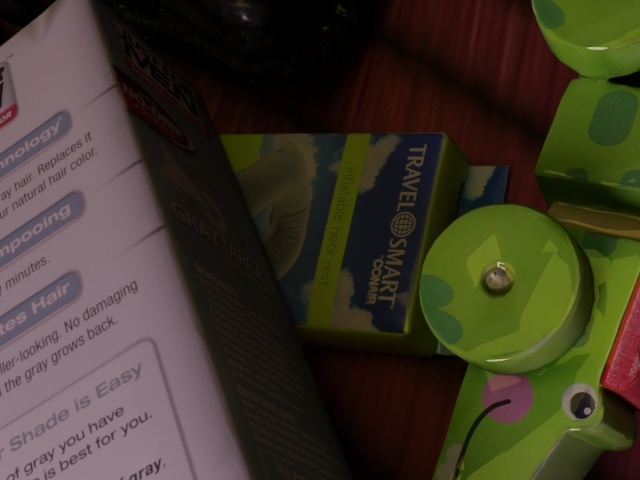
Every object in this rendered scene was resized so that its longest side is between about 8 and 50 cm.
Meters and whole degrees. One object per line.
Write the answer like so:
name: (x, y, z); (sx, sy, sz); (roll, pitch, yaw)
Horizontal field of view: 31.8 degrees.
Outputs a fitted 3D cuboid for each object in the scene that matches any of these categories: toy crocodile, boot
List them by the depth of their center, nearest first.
toy crocodile: (0.130, -0.021, 0.478); (0.105, 0.115, 0.340); (15, 76, 31)
boot: (-0.053, -0.264, 0.667); (0.260, 0.131, 0.347); (13, 86, 38)

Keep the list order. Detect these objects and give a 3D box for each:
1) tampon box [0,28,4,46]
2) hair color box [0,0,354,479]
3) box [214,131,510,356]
tampon box: (-0.269, -0.096, 0.715); (0.101, 0.120, 0.161); (-31, 58, 13)
hair color box: (-0.105, 0.081, 0.502); (0.185, 0.113, 0.374); (-32, 55, 13)
box: (0.000, 0.000, 0.581); (0.178, 0.042, 0.109); (2, 70, 29)
